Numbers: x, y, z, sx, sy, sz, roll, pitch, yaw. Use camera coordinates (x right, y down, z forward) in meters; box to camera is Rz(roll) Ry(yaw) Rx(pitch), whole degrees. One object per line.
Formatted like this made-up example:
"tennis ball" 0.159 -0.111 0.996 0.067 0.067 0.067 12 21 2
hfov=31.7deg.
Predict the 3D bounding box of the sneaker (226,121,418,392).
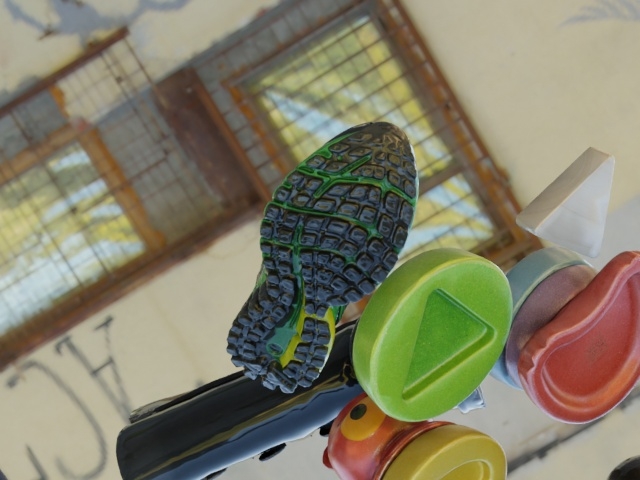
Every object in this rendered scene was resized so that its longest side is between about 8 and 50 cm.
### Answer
"sneaker" 0.000 0.000 1.148 0.343 0.134 0.146 -59 -174 43

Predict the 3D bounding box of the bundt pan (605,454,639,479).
"bundt pan" 0.314 0.249 0.877 0.331 0.124 0.331 -44 -167 13

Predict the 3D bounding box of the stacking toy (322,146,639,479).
"stacking toy" 0.119 0.071 0.906 0.309 0.279 0.130 -35 -140 -19

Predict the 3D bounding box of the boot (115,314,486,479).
"boot" -0.039 0.190 1.333 0.445 0.146 0.367 -19 176 5

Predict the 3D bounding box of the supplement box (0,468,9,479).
"supplement box" -0.416 0.264 0.843 0.356 0.194 0.195 14 -168 -41
